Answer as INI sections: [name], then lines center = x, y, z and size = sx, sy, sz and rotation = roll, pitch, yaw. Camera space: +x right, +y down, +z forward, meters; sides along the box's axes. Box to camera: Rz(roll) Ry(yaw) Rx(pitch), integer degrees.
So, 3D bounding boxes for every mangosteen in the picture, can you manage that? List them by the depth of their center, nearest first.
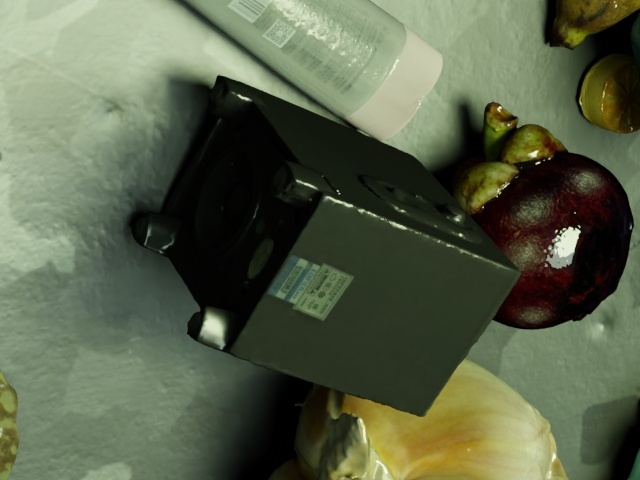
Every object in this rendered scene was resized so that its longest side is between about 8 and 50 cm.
[mangosteen]
center = 0.205, -0.025, 1.660
size = 0.194, 0.194, 0.230
rotation = -35, 95, -16

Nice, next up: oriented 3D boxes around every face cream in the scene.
[face cream]
center = -0.009, -0.193, 1.531
size = 0.269, 0.073, 0.107
rotation = 31, 101, -34

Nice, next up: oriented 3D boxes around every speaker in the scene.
[speaker]
center = 0.000, 0.000, 1.494
size = 0.254, 0.232, 0.184
rotation = 21, 108, -33

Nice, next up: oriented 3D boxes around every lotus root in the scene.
[lotus root]
center = 0.297, -0.270, 1.676
size = 0.108, 0.094, 0.190
rotation = 39, 90, 1

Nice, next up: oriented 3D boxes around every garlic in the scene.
[garlic]
center = 0.074, 0.241, 1.646
size = 0.313, 0.249, 0.286
rotation = 0, 90, -51

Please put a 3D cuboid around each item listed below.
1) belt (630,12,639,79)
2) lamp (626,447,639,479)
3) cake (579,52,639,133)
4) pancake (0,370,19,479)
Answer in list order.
[belt]
center = 0.505, -0.209, 1.679
size = 0.436, 0.300, 0.173
rotation = -40, 123, -31
[lamp]
center = 0.416, 0.308, 1.901
size = 0.209, 0.147, 0.284
rotation = -10, 110, -25
[cake]
center = 0.314, -0.154, 1.749
size = 0.084, 0.044, 0.084
rotation = -9, 110, -26
[pancake]
center = -0.368, 0.191, 1.475
size = 0.212, 0.029, 0.235
rotation = 40, 85, -34
